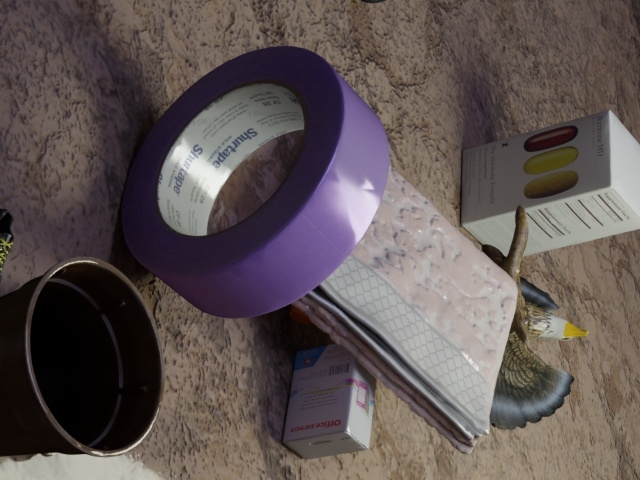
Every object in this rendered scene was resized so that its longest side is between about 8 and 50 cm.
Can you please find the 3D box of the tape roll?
[{"bbox_3d":[-0.069,-0.061,1.494,0.090,0.275,0.275,44,43,-41],"label":"tape roll"}]

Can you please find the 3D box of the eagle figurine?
[{"bbox_3d":[0.268,0.123,2.085,0.226,0.225,0.298,-47,163,-11],"label":"eagle figurine"}]

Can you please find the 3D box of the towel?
[{"bbox_3d":[0.102,0.049,1.777,0.332,0.053,0.317,42,35,-17],"label":"towel"}]

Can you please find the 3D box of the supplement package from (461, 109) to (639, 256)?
[{"bbox_3d":[0.347,-0.079,2.195,0.134,0.244,0.139,37,47,-46],"label":"supplement package"}]

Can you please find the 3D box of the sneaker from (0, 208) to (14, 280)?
[{"bbox_3d":[-0.296,0.008,1.332,0.031,0.035,0.083,21,60,-52],"label":"sneaker"}]

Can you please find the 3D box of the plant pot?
[{"bbox_3d":[-0.246,0.111,1.243,0.167,0.165,0.167,28,54,-49],"label":"plant pot"}]

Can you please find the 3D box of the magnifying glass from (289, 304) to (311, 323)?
[{"bbox_3d":[0.000,0.000,1.807,0.092,0.026,0.231,36,52,-28],"label":"magnifying glass"}]

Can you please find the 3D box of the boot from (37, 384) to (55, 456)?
[{"bbox_3d":[-0.227,0.118,1.351,0.059,0.084,0.158,36,50,-48],"label":"boot"}]

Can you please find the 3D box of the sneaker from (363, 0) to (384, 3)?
[{"bbox_3d":[0.018,-0.435,1.981,0.271,0.100,0.108,46,28,-44],"label":"sneaker"}]

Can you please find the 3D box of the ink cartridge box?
[{"bbox_3d":[0.013,0.184,1.698,0.052,0.088,0.122,46,41,-40],"label":"ink cartridge box"}]
